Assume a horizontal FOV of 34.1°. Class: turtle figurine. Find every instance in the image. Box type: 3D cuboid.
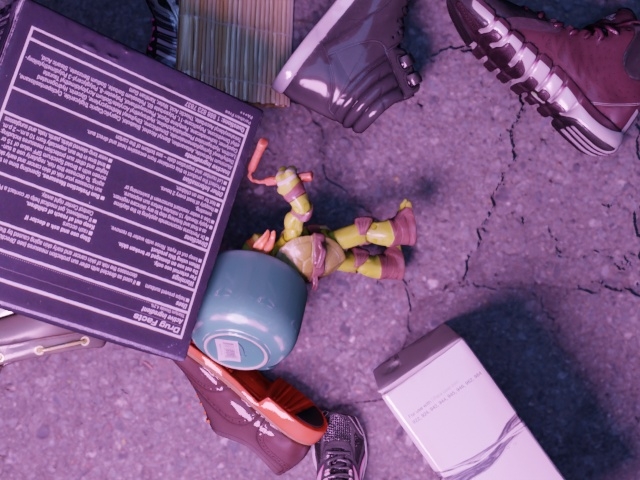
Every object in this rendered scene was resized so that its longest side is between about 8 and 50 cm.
[{"bbox_3d":[0.000,0.000,1.218,0.217,0.087,0.270,-4,127,-14],"label":"turtle figurine"}]

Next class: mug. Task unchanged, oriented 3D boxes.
[{"bbox_3d":[-0.076,0.095,1.196,0.157,0.129,0.097,36,47,-26],"label":"mug"}]

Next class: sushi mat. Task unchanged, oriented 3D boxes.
[{"bbox_3d":[-0.098,-0.323,1.269,0.151,0.019,0.317,3,90,-30],"label":"sushi mat"}]

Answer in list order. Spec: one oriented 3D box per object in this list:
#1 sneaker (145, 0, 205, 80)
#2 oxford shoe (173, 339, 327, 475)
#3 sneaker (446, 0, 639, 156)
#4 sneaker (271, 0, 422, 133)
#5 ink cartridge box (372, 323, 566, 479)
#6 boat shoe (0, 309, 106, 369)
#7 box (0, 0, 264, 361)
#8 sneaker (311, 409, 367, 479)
[{"bbox_3d":[-0.192,-0.235,1.278,0.074,0.063,0.170,-21,95,-6],"label":"sneaker"},{"bbox_3d":[-0.126,0.180,1.265,0.271,0.097,0.098,38,107,8],"label":"oxford shoe"},{"bbox_3d":[0.293,-0.247,1.264,0.281,0.106,0.162,43,85,-10],"label":"sneaker"},{"bbox_3d":[0.085,-0.258,1.263,0.147,0.104,0.296,38,91,-6],"label":"sneaker"},{"bbox_3d":[0.185,0.241,1.206,0.114,0.198,0.273,-35,90,0],"label":"ink cartridge box"},{"bbox_3d":[-0.410,0.135,1.258,0.304,0.109,0.091,-21,85,-3],"label":"boat shoe"},{"bbox_3d":[-0.263,-0.055,1.129,0.296,0.182,0.294,23,78,-31],"label":"box"},{"bbox_3d":[0.025,0.297,1.269,0.071,0.077,0.178,-3,89,-1],"label":"sneaker"}]
